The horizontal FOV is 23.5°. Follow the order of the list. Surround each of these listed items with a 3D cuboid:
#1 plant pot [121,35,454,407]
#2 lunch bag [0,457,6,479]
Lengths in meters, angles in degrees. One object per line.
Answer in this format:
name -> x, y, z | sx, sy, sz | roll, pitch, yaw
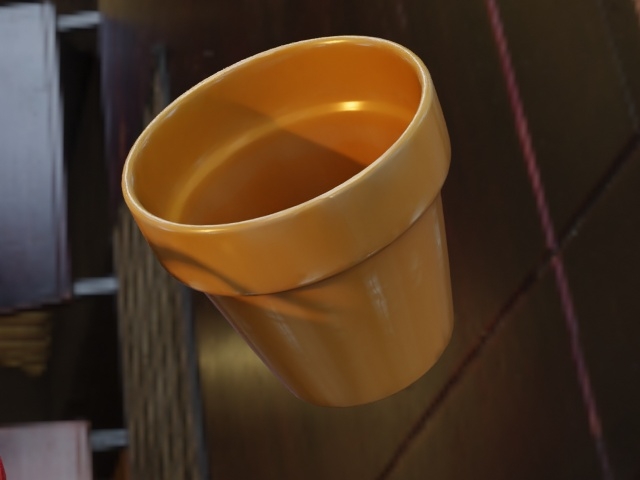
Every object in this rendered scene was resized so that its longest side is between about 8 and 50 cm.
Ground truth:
plant pot -> 0.000, 0.000, 1.010 | 0.205, 0.205, 0.188 | -116, 3, -56
lunch bag -> -0.308, 0.118, 0.879 | 0.293, 0.120, 0.258 | 34, 134, 25
